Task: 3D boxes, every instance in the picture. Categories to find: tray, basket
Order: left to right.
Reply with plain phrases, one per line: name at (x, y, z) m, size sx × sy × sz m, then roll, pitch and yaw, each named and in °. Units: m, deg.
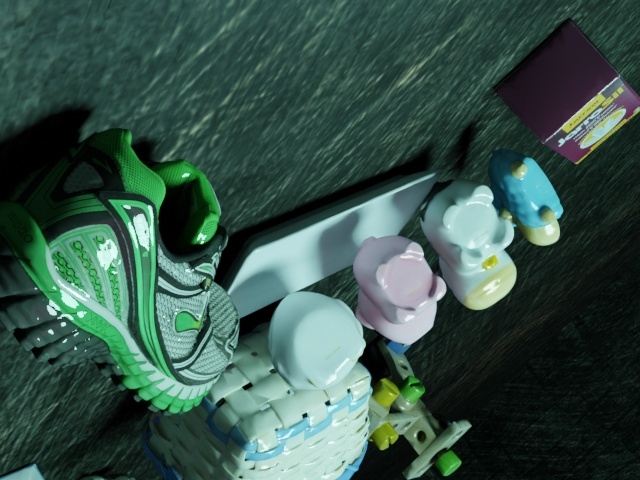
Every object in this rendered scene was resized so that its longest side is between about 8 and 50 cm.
basket at (-0.070, 0.230, 1.275) m, size 0.254 × 0.201 × 0.289 m, roll -22°, pitch 140°, yaw -38°
tray at (0.000, 0.000, 1.140) m, size 0.270 × 0.030 × 0.145 m, roll -24°, pitch 159°, yaw -39°

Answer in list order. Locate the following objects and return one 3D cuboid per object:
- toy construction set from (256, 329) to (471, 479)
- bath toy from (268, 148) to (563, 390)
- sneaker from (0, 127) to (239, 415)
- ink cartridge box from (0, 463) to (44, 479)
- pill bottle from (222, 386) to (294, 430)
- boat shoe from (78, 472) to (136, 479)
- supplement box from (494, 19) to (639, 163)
toy construction set at (0.072, 0.279, 1.658) m, size 0.308 × 0.237 × 0.257 m, roll -37°, pitch 163°, yaw -2°
bath toy at (0.090, 0.040, 1.178) m, size 0.348 × 0.151 × 0.129 m, roll -32°, pitch -163°, yaw -17°
sneaker at (-0.114, 0.029, 0.806) m, size 0.146 × 0.134 × 0.343 m, roll -38°, pitch 163°, yaw 0°
ink cartridge box at (-0.335, 0.334, 1.206) m, size 0.061 × 0.104 × 0.181 m, roll -18°, pitch 155°, yaw -46°
pill bottle at (-0.072, 0.226, 1.521) m, size 0.120 × 0.067 × 0.067 m, roll -15°, pitch 152°, yaw -52°
boat shoe at (-0.307, 0.374, 1.407) m, size 0.228 × 0.081 × 0.068 m, roll -49°, pitch 156°, yaw 26°
supplement box at (0.270, -0.153, 1.197) m, size 0.104 × 0.081 × 0.188 m, roll -42°, pitch 162°, yaw 16°
